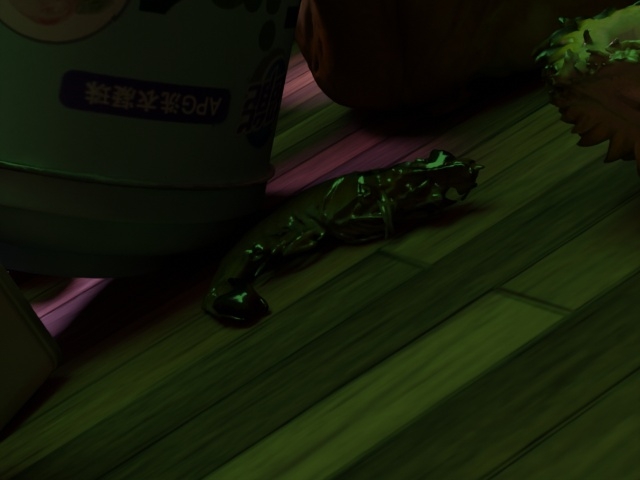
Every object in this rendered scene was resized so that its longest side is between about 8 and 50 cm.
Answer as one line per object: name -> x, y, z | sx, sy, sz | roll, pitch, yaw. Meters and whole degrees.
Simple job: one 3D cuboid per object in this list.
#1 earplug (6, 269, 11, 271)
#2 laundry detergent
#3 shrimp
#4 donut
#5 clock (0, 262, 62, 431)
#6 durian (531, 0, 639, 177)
earplug -> -0.187, -0.108, 1.043 | 0.164, 0.280, 0.257 | 23, 8, 29
laundry detergent -> -0.153, -0.147, 0.788 | 0.287, 0.305, 0.287 | 11, 13, -3
shrimp -> -0.001, -0.001, 0.671 | 0.178, 0.034, 0.124 | -12, 25, 45
donut -> 0.139, -0.232, 0.914 | 0.360, 0.170, 0.360 | -24, 19, 9
clock -> -0.257, 0.048, 0.716 | 0.192, 0.147, 0.071 | -13, 26, 40
durian -> 0.201, -0.068, 0.506 | 0.224, 0.078, 0.140 | 0, 17, 36
